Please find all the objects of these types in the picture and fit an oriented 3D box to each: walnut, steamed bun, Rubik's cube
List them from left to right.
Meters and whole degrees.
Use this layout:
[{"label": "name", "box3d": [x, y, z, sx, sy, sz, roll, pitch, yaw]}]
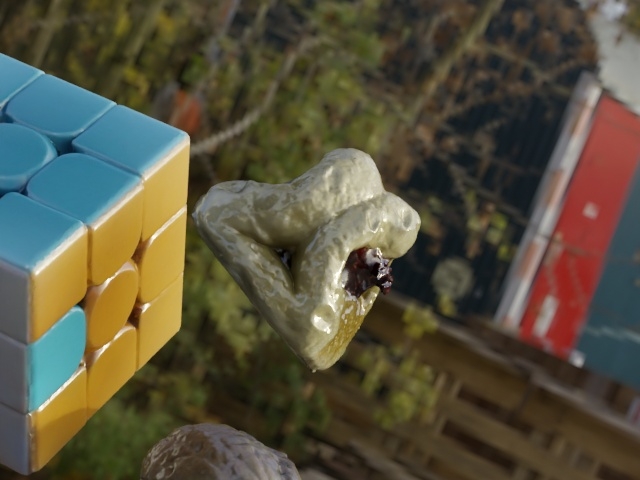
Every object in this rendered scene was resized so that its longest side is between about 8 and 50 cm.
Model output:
[{"label": "Rubik's cube", "box3d": [-0.337, 0.016, 1.947, 0.290, 0.291, 0.292, 25, 43, 20]}, {"label": "walnut", "box3d": [-0.099, 0.285, 1.945, 0.178, 0.178, 0.230, 21, -8, -31]}, {"label": "steamed bun", "box3d": [0.000, 0.000, 1.520, 0.172, 0.155, 0.141, 52, 0, 14]}]
